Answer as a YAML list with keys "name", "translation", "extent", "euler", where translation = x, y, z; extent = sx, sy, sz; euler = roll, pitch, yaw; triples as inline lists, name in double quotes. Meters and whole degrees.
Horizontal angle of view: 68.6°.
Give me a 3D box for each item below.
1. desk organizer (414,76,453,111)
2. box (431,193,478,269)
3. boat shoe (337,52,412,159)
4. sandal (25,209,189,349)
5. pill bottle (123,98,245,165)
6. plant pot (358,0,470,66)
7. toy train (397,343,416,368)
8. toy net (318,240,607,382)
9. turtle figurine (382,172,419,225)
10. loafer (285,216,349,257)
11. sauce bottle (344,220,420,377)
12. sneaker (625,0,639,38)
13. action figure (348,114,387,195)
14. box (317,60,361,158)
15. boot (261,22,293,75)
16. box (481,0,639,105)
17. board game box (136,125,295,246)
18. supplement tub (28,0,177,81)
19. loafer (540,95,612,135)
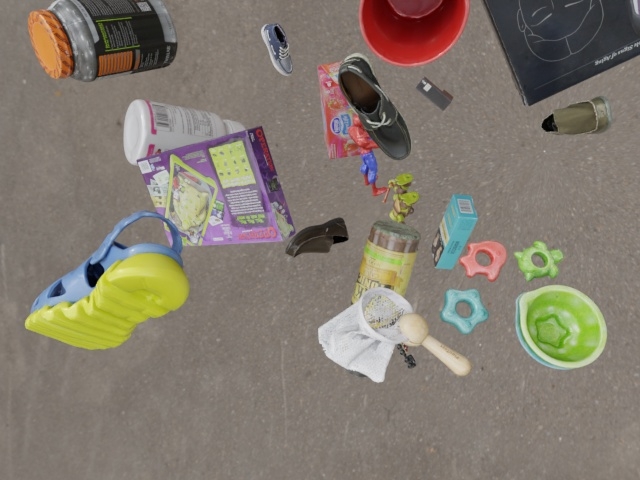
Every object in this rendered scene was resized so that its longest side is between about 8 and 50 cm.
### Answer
- name: "desk organizer"
  translation: [0.397, -0.515, 1.634]
  extent: [0.130, 0.050, 0.047]
  euler: [39, 131, -3]
- name: "box"
  translation: [0.413, -0.023, 1.467]
  extent: [0.060, 0.101, 0.244]
  euler: [4, 139, -4]
- name: "boat shoe"
  translation: [0.107, -0.251, 0.932]
  extent: [0.084, 0.079, 0.233]
  euler: [-24, 116, 27]
- name: "sandal"
  translation: [-0.293, 0.060, 0.663]
  extent: [0.317, 0.126, 0.138]
  euler: [-24, 49, 27]
- name: "pill bottle"
  translation: [-0.344, -0.261, 1.219]
  extent: [0.160, 0.283, 0.160]
  euler: [-1, 89, 51]
- name: "plant pot"
  translation: [0.245, -0.637, 1.232]
  extent: [0.274, 0.243, 0.275]
  euler: [7, 136, 7]
- name: "toy train"
  translation: [0.292, 0.379, 1.661]
  extent: [0.036, 0.027, 0.158]
  euler: [-21, 57, -12]
- name: "toy net"
  translation: [0.112, 0.056, 0.407]
  extent: [0.232, 0.045, 0.122]
  euler: [-5, 70, 1]
- name: "turtle figurine"
  translation: [0.269, -0.107, 1.553]
  extent: [0.087, 0.217, 0.270]
  euler: [4, 66, -3]
- name: "loafer"
  translation: [0.000, 0.000, 1.333]
  extent: [0.078, 0.220, 0.080]
  euler: [54, 147, 18]
- name: "sauce bottle"
  translation: [0.123, 0.133, 1.014]
  extent: [0.111, 0.111, 0.345]
  euler: [18, 108, 22]
- name: "sneaker"
  translation: [0.337, -0.290, 0.400]
  extent: [0.098, 0.083, 0.224]
  euler: [18, 103, 56]
- name: "action figure"
  translation: [0.161, -0.260, 1.309]
  extent: [0.139, 0.280, 0.091]
  euler: [-32, 54, -1]
- name: "box"
  translation: [0.070, -0.375, 1.366]
  extent: [0.128, 0.123, 0.257]
  euler: [-9, 141, -1]
- name: "boot"
  translation: [-0.140, -0.674, 1.670]
  extent: [0.086, 0.069, 0.190]
  euler: [27, 155, 53]
- name: "box"
  translation: [0.680, -0.705, 1.237]
  extent: [0.479, 0.297, 0.472]
  euler: [-22, 129, 26]
- name: "board game box"
  translation: [-0.218, -0.092, 0.932]
  extent: [0.346, 0.056, 0.208]
  euler: [-2, 108, 38]
- name: "supplement tub"
  translation: [-0.332, -0.315, 0.730]
  extent: [0.117, 0.190, 0.117]
  euler: [24, 129, 34]
- name: "loafer"
  translation: [0.665, -0.311, 1.232]
  extent: [0.087, 0.251, 0.094]
  euler: [-14, 94, 1]
